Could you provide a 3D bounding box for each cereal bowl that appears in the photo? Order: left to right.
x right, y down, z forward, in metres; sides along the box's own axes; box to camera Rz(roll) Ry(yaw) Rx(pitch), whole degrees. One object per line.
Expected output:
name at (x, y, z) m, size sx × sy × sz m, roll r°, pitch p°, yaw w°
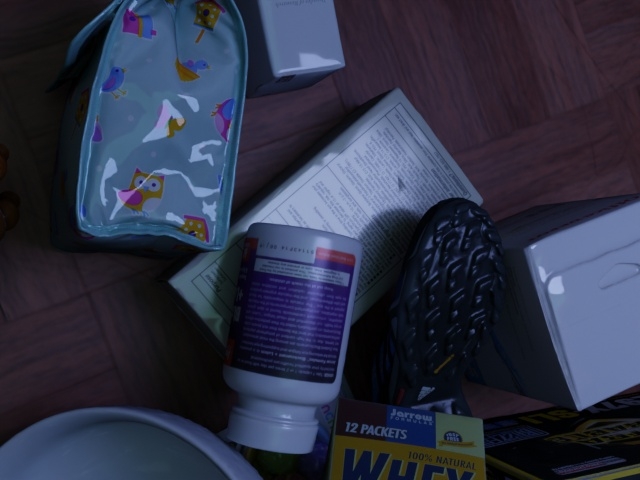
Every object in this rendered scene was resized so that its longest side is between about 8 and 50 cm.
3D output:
cereal bowl at (-0.168, 0.319, 0.797) m, size 0.339 × 0.141 × 0.338 m, roll -3°, pitch 79°, yaw 17°

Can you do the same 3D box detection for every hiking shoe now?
hiking shoe at (0.097, 0.096, 0.879) m, size 0.113 × 0.132 × 0.304 m, roll 0°, pitch 109°, yaw -22°

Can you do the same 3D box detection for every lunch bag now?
lunch bag at (-0.166, -0.118, 0.805) m, size 0.160 × 0.223 × 0.262 m, roll 6°, pitch 85°, yaw -22°

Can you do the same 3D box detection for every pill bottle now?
pill bottle at (-0.029, 0.087, 0.786) m, size 0.108 × 0.108 × 0.193 m, roll 11°, pitch 85°, yaw -17°

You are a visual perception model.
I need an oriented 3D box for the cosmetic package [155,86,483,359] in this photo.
cosmetic package at (0.000, 0.000, 0.912) m, size 0.309 × 0.113 × 0.160 m, roll -40°, pitch 100°, yaw -14°

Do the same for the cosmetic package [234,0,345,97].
cosmetic package at (-0.049, -0.275, 0.903) m, size 0.086 × 0.117 × 0.231 m, roll -13°, pitch 93°, yaw -18°

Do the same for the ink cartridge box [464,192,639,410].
ink cartridge box at (0.251, 0.058, 0.925) m, size 0.171 × 0.233 × 0.168 m, roll -20°, pitch 94°, yaw -17°

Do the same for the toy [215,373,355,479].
toy at (-0.046, 0.251, 0.919) m, size 0.237 × 0.056 × 0.136 m, roll -25°, pitch 97°, yaw -17°

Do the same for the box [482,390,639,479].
box at (0.312, 0.233, 0.928) m, size 0.322 × 0.257 × 0.079 m, roll -6°, pitch 89°, yaw -17°

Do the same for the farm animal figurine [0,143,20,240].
farm animal figurine at (-0.429, -0.005, 0.691) m, size 0.330 × 0.172 × 0.326 m, roll 20°, pitch 113°, yaw -15°

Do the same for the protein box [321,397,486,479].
protein box at (0.061, 0.287, 0.770) m, size 0.136 × 0.201 × 0.199 m, roll 9°, pitch 129°, yaw 0°
